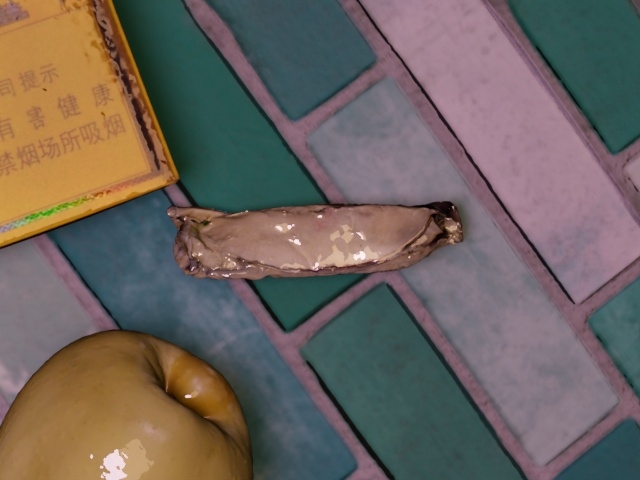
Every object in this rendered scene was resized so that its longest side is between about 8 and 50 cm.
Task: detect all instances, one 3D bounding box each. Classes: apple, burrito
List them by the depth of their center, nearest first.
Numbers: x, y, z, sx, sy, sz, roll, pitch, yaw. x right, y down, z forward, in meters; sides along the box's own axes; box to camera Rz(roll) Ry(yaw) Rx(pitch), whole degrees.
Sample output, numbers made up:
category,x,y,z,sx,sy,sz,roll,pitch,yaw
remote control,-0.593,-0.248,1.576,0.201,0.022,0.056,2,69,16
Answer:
category,x,y,z,sx,sy,sz,roll,pitch,yaw
apple,-0.142,0.161,1.389,0.200,0.200,0.200,1,87,-13
burrito,0.000,0.000,1.490,0.229,0.063,0.058,0,97,-11

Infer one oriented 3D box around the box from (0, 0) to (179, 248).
category,x,y,z,sx,sy,sz,roll,pitch,yaw
box,-0.247,-0.148,1.427,0.193,0.084,0.301,-21,92,-14
